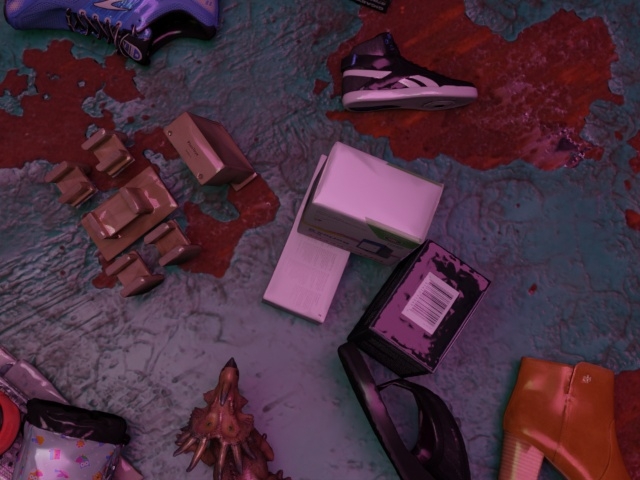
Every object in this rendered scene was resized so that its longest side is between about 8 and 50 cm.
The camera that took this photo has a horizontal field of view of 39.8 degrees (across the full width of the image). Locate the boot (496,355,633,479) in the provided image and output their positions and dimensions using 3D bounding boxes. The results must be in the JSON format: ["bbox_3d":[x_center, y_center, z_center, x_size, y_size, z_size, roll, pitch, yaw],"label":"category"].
[{"bbox_3d":[0.416,0.297,1.306,0.295,0.104,0.211,19,78,2],"label":"boot"}]

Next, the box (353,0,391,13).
[{"bbox_3d":[0.068,-0.508,1.455,0.175,0.051,0.220,21,77,-2],"label":"box"}]

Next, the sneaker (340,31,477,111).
[{"bbox_3d":[0.140,-0.273,1.401,0.216,0.079,0.121,-2,80,-5],"label":"sneaker"}]

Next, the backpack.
[{"bbox_3d":[-0.345,0.312,1.170,0.152,0.115,0.182,15,83,-7],"label":"backpack"}]

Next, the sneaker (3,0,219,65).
[{"bbox_3d":[-0.311,-0.347,1.343,0.330,0.130,0.147,-6,77,-8],"label":"sneaker"}]

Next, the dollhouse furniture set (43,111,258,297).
[{"bbox_3d":[-0.236,-0.070,1.315,0.242,0.161,0.212,-37,84,11],"label":"dollhouse furniture set"}]

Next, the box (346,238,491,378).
[{"bbox_3d":[0.134,0.103,1.261,0.108,0.207,0.153,35,78,1],"label":"box"}]

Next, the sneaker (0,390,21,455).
[{"bbox_3d":[-0.530,0.199,1.150,0.276,0.135,0.098,18,76,17],"label":"sneaker"}]

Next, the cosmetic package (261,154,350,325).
[{"bbox_3d":[0.000,0.000,1.341,0.099,0.060,0.239,23,77,-1],"label":"cosmetic package"}]

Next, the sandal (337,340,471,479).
[{"bbox_3d":[0.166,0.320,1.249,0.107,0.167,0.446,-32,93,-5],"label":"sandal"}]

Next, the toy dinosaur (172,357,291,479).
[{"bbox_3d":[-0.108,0.321,1.194,0.127,0.200,0.296,-27,83,-11],"label":"toy dinosaur"}]

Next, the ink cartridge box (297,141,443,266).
[{"bbox_3d":[0.061,-0.043,1.218,0.154,0.212,0.093,21,80,-4],"label":"ink cartridge box"}]

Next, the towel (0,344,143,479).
[{"bbox_3d":[-0.463,0.343,1.226,0.312,0.056,0.324,41,77,3],"label":"towel"}]
